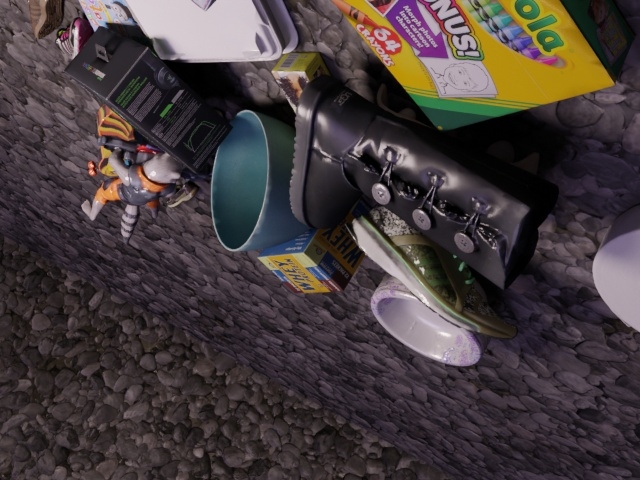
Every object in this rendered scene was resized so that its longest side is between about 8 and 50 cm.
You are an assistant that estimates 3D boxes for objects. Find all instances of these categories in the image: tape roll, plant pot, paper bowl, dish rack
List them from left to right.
[{"bbox_3d":[-0.227,-0.424,1.369,0.333,0.072,0.285,6,144,31],"label":"dish rack"},{"bbox_3d":[-0.087,-0.116,1.620,0.195,0.290,0.290,4,170,-30],"label":"plant pot"},{"bbox_3d":[0.271,0.154,1.781,0.284,0.148,0.284,26,155,13],"label":"paper bowl"},{"bbox_3d":[0.658,0.080,1.283,0.392,0.072,0.392,27,155,13],"label":"tape roll"}]

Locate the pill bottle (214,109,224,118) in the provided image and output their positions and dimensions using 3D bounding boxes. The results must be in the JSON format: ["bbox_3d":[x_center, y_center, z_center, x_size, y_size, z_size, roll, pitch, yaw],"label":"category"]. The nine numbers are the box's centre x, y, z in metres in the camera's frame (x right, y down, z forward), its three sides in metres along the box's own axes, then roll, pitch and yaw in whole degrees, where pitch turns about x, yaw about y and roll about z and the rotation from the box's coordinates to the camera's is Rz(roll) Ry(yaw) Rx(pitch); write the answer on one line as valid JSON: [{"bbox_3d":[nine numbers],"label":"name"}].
[{"bbox_3d":[-0.235,-0.257,1.754,0.043,0.043,0.083,22,154,23],"label":"pill bottle"}]

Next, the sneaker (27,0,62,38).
[{"bbox_3d":[-0.623,-0.527,1.719,0.071,0.066,0.188,52,148,-2],"label":"sneaker"}]

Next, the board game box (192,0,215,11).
[{"bbox_3d":[-0.213,-0.544,1.092,0.319,0.066,0.318,38,140,-12],"label":"board game box"}]

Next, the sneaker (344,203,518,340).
[{"bbox_3d":[0.250,0.041,1.548,0.410,0.182,0.158,39,-173,6],"label":"sneaker"}]

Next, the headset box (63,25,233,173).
[{"bbox_3d":[-0.364,-0.299,1.592,0.246,0.131,0.283,33,175,47],"label":"headset box"}]

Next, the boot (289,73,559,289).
[{"bbox_3d":[0.161,-0.056,1.346,0.445,0.146,0.367,29,151,20],"label":"boot"}]

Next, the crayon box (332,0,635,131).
[{"bbox_3d":[0.189,-0.334,1.041,0.363,0.106,0.313,45,153,-24],"label":"crayon box"}]

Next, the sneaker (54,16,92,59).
[{"bbox_3d":[-0.569,-0.462,1.750,0.075,0.063,0.170,30,161,-9],"label":"sneaker"}]

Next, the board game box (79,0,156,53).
[{"bbox_3d":[-0.402,-0.467,1.574,0.212,0.039,0.160,22,153,24],"label":"board game box"}]

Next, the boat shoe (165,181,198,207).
[{"bbox_3d":[-0.397,-0.135,2.163,0.152,0.056,0.049,-19,120,48],"label":"boat shoe"}]

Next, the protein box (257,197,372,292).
[{"bbox_3d":[0.000,0.000,1.755,0.136,0.201,0.200,44,153,-24],"label":"protein box"}]

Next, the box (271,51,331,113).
[{"bbox_3d":[0.001,-0.252,1.469,0.087,0.058,0.232,10,148,40],"label":"box"}]

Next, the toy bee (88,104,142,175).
[{"bbox_3d":[-0.531,-0.224,1.986,0.195,0.162,0.298,-118,13,-60],"label":"toy bee"}]

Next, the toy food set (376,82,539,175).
[{"bbox_3d":[0.236,-0.144,1.376,0.306,0.092,0.219,31,157,24],"label":"toy food set"}]

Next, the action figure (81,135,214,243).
[{"bbox_3d":[-0.396,-0.122,1.876,0.341,0.178,0.330,10,156,-26],"label":"action figure"}]
